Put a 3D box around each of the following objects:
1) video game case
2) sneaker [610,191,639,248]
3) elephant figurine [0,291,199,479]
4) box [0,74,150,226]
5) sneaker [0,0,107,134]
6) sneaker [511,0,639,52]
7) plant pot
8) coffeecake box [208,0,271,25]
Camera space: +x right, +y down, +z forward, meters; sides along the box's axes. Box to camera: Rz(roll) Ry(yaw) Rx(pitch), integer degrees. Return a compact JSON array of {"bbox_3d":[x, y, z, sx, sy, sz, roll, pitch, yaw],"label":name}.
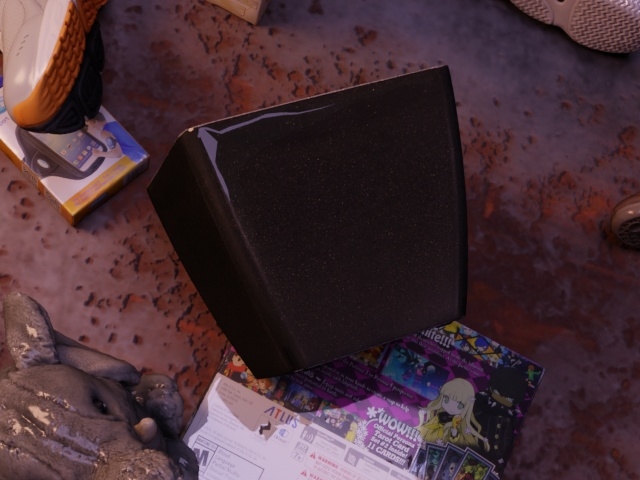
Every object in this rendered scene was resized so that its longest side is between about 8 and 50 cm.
[{"bbox_3d":[0.029,0.137,0.847,0.232,0.042,0.210,27,68,-1],"label":"video game case"},{"bbox_3d":[0.328,-0.040,0.969,0.189,0.066,0.071,-6,56,-19],"label":"sneaker"},{"bbox_3d":[-0.164,0.115,0.683,0.186,0.239,0.169,-11,68,0],"label":"elephant figurine"},{"bbox_3d":[-0.211,-0.087,0.883,0.081,0.028,0.136,-42,85,-22],"label":"box"},{"bbox_3d":[-0.232,-0.173,0.858,0.121,0.099,0.262,-4,45,0],"label":"sneaker"},{"bbox_3d":[0.207,-0.292,1.005,0.269,0.101,0.153,31,67,-6],"label":"sneaker"},{"bbox_3d":[0.000,0.000,0.779,0.188,0.187,0.166,-15,85,-18],"label":"plant pot"},{"bbox_3d":[-0.038,-0.288,0.903,0.068,0.185,0.142,27,68,-2],"label":"coffeecake box"}]
